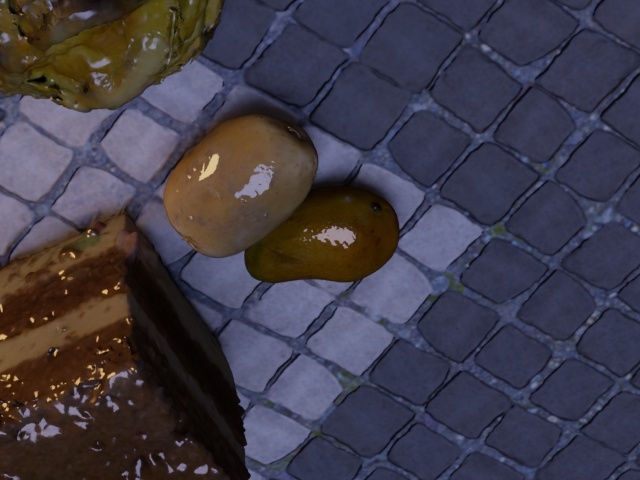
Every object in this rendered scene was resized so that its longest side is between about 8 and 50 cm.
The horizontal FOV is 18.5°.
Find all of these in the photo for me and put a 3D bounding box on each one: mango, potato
[{"bbox_3d":[0.001,-0.005,2.064,0.165,0.089,0.115,-1,133,2],"label":"mango"},{"bbox_3d":[-0.084,-0.058,2.007,0.178,0.109,0.118,-38,116,20],"label":"potato"}]

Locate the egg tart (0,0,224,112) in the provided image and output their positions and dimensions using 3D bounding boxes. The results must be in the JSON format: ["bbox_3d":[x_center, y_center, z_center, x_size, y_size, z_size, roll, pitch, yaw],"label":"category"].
[{"bbox_3d":[-0.229,-0.216,1.878,0.297,0.132,0.297,-7,137,-6],"label":"egg tart"}]

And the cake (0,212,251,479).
[{"bbox_3d":[-0.232,0.169,2.046,0.256,0.290,0.282,-23,123,14],"label":"cake"}]
